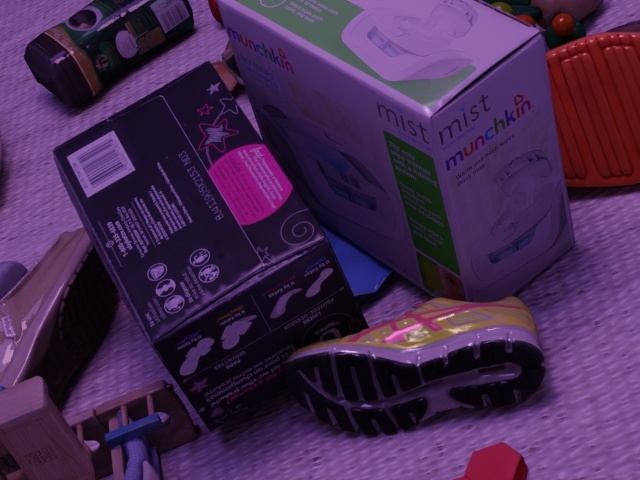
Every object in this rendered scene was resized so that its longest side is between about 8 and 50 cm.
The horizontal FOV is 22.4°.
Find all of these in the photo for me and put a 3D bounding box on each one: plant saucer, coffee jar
[{"bbox_3d":[-0.121,-0.160,1.720,0.083,0.015,0.083,-16,37,13],"label":"plant saucer"},{"bbox_3d":[-0.240,-0.229,1.824,0.184,0.079,0.096,-37,41,-15],"label":"coffee jar"}]

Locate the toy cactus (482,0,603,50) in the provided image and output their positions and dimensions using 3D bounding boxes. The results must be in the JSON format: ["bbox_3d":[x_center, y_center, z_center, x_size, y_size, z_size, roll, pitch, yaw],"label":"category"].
[{"bbox_3d":[0.197,-0.200,1.527,0.180,0.112,0.219,-25,29,-30],"label":"toy cactus"}]

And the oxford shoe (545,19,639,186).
[{"bbox_3d":[0.303,-0.138,1.374,0.364,0.130,0.133,-14,15,14],"label":"oxford shoe"}]

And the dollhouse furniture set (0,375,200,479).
[{"bbox_3d":[-0.179,0.149,1.236,0.129,0.183,0.129,-23,36,5],"label":"dollhouse furniture set"}]

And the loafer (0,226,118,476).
[{"bbox_3d":[-0.261,0.085,1.427,0.092,0.102,0.268,8,48,19],"label":"loafer"}]

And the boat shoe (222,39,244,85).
[{"bbox_3d":[0.006,-0.171,1.586,0.103,0.113,0.302,-40,28,-15],"label":"boat shoe"}]

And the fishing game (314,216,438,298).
[{"bbox_3d":[0.000,0.000,1.433,0.264,0.041,0.189,-2,44,16],"label":"fishing game"}]

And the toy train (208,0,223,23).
[{"bbox_3d":[-0.092,-0.312,1.779,0.105,0.143,0.248,-19,37,11],"label":"toy train"}]

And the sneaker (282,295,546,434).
[{"bbox_3d":[0.074,0.089,1.256,0.209,0.081,0.094,-7,33,15],"label":"sneaker"}]

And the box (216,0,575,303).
[{"bbox_3d":[0.065,-0.100,1.317,0.127,0.231,0.262,-38,48,-20],"label":"box"}]

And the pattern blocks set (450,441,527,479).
[{"bbox_3d":[0.033,0.283,1.076,0.285,0.026,0.325,-18,37,11],"label":"pattern blocks set"}]

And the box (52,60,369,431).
[{"bbox_3d":[-0.092,0.003,1.331,0.163,0.142,0.247,-31,48,-3],"label":"box"}]

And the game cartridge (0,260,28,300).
[{"bbox_3d":[-0.400,0.143,1.474,0.198,0.062,0.297,-3,46,25],"label":"game cartridge"}]
